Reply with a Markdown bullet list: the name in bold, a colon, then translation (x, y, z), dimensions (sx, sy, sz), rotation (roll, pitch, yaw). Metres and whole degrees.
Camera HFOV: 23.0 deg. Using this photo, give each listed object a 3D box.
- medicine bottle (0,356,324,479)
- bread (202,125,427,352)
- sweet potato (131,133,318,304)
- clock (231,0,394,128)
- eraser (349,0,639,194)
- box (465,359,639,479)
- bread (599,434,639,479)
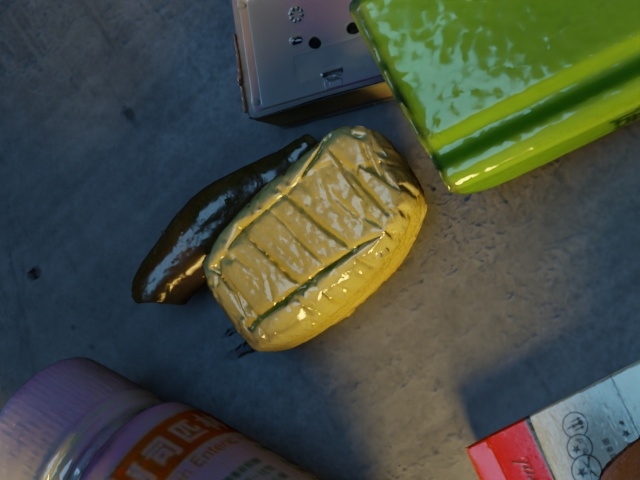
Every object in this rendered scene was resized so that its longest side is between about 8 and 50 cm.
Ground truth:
- **medicine bottle**: translation (-0.127, 0.278, 1.498), dimensions (0.388, 0.219, 0.219), rotation (26, 97, 29)
- **bread**: translation (0.000, 0.000, 1.520), dimensions (0.236, 0.106, 0.140), rotation (-43, 68, 17)
- **sweet potato**: translation (-0.098, -0.024, 1.599), dimensions (0.243, 0.077, 0.077), rotation (-46, 66, 4)
- **clock**: translation (0.013, -0.204, 1.554), dimensions (0.192, 0.071, 0.147), rotation (-14, 79, 26)
- **eraser**: translation (0.194, -0.180, 1.408), dimensions (0.274, 0.092, 0.210), rotation (-27, 77, 5)
- **box**: translation (0.262, 0.193, 1.404), dimensions (0.245, 0.035, 0.139), rotation (-32, 73, 21)
- **bread**: translation (0.322, 0.244, 1.295), dimensions (0.244, 0.123, 0.190), rotation (-37, 109, 25)
